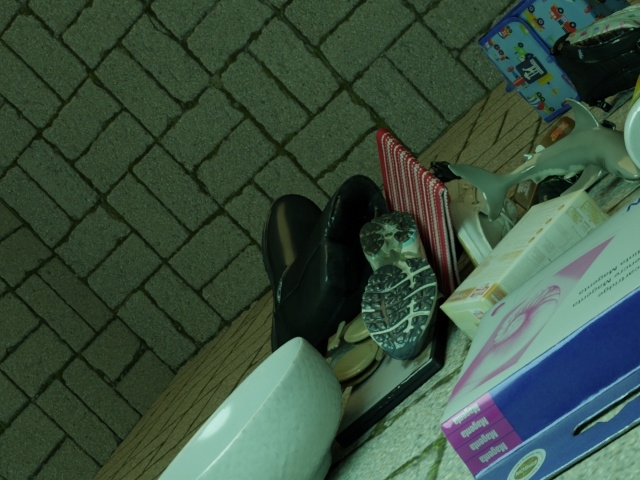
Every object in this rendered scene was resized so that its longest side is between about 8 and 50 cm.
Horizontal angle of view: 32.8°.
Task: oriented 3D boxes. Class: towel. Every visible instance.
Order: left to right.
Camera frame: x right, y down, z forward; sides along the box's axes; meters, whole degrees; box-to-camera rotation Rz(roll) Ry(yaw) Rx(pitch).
[{"bbox_3d":[0.150,-0.044,1.660,0.031,0.199,0.275,-16,27,-10],"label":"towel"}]

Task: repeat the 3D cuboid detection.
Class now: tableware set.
[{"bbox_3d":[0.068,0.163,1.634,0.128,0.039,0.194,-28,17,27],"label":"tableware set"}]

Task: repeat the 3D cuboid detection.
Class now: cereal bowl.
[{"bbox_3d":[-0.087,0.292,1.420,0.339,0.141,0.339,-47,5,6],"label":"cereal bowl"}]

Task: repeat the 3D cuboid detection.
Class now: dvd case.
[{"bbox_3d":[0.107,0.178,1.530,0.180,0.022,0.253,-43,5,17],"label":"dvd case"}]

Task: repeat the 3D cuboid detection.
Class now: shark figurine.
[{"bbox_3d":[0.324,-0.127,1.451,0.278,0.116,0.166,-9,26,45],"label":"shark figurine"}]

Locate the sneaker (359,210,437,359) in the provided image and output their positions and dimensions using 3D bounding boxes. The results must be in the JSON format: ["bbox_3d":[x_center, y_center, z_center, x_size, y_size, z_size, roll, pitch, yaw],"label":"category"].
[{"bbox_3d":[0.129,0.078,1.555,0.110,0.122,0.283,-19,34,16],"label":"sneaker"}]

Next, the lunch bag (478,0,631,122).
[{"bbox_3d":[0.463,-0.383,2.144,0.293,0.221,0.138,-39,8,49],"label":"lunch bag"}]

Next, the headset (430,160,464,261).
[{"bbox_3d":[0.202,-0.009,1.916,0.243,0.185,0.394,-44,19,38],"label":"headset"}]

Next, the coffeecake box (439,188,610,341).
[{"bbox_3d":[0.248,0.034,1.309,0.185,0.068,0.142,-45,5,-14],"label":"coffeecake box"}]

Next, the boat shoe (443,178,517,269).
[{"bbox_3d":[0.248,-0.036,1.636,0.096,0.098,0.277,-24,25,12],"label":"boat shoe"}]

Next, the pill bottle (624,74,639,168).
[{"bbox_3d":[0.415,-0.154,1.240,0.117,0.117,0.208,-41,6,32],"label":"pill bottle"}]

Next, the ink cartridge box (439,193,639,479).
[{"bbox_3d":[0.253,0.069,0.987,0.324,0.071,0.330,-41,4,28],"label":"ink cartridge box"}]

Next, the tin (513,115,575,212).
[{"bbox_3d":[0.333,-0.110,1.601,0.106,0.040,0.189,-47,-18,-21],"label":"tin"}]

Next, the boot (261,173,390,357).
[{"bbox_3d":[0.001,0.002,1.921,0.146,0.367,0.445,-2,-23,-11],"label":"boot"}]

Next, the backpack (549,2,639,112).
[{"bbox_3d":[0.496,-0.316,1.808,0.182,0.152,0.115,-20,31,48],"label":"backpack"}]

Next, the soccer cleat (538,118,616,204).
[{"bbox_3d":[0.362,-0.107,1.536,0.179,0.060,0.072,-46,-24,-33],"label":"soccer cleat"}]
